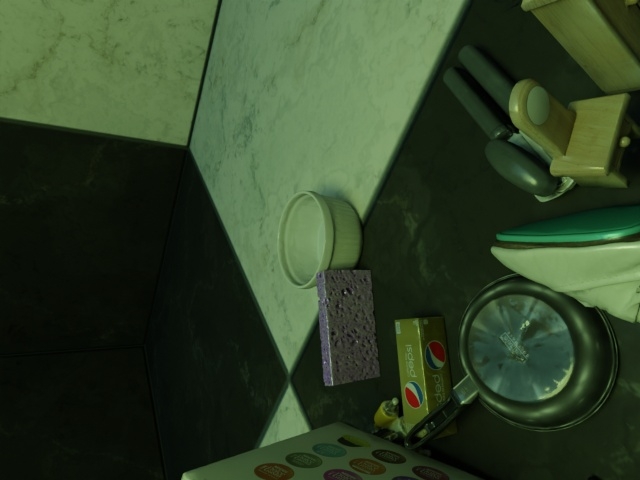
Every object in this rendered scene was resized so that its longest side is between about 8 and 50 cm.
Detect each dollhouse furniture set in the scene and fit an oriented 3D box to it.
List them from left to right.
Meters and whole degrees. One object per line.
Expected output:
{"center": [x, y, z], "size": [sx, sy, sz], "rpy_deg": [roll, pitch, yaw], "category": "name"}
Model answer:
{"center": [0.345, -0.197, 0.292], "size": [0.355, 0.174, 0.303], "rpy_deg": [12, 82, 58], "category": "dollhouse furniture set"}

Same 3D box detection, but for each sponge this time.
{"center": [0.053, 0.161, 0.856], "size": [0.031, 0.117, 0.210], "rpy_deg": [-21, 70, 54], "category": "sponge"}

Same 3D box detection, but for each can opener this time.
{"center": [0.239, -0.169, 0.604], "size": [0.076, 0.095, 0.283], "rpy_deg": [-56, 44, 39], "category": "can opener"}

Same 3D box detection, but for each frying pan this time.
{"center": [0.213, 0.161, 0.606], "size": [0.326, 0.053, 0.197], "rpy_deg": [-30, 57, 37], "category": "frying pan"}

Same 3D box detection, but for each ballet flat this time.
{"center": [0.342, 0.017, 0.412], "size": [0.400, 0.139, 0.139], "rpy_deg": [-18, 72, 55], "category": "ballet flat"}

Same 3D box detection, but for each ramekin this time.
{"center": [0.000, 0.000, 0.964], "size": [0.207, 0.109, 0.207], "rpy_deg": [-6, 83, 58], "category": "ramekin"}

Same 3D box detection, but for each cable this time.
{"center": [0.107, 0.385, 0.837], "size": [0.139, 0.072, 0.287], "rpy_deg": [60, 151, 17], "category": "cable"}

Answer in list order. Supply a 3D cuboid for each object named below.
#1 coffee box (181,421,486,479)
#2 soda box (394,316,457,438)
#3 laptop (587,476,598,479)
{"center": [0.040, 0.468, 0.547], "size": [0.337, 0.334, 0.338], "rpy_deg": [5, 86, 39], "category": "coffee box"}
{"center": [0.167, 0.215, 0.719], "size": [0.058, 0.061, 0.181], "rpy_deg": [-20, 71, 55], "category": "soda box"}
{"center": [0.304, 0.420, 0.411], "size": [0.264, 0.136, 0.234], "rpy_deg": [33, 114, 55], "category": "laptop"}
